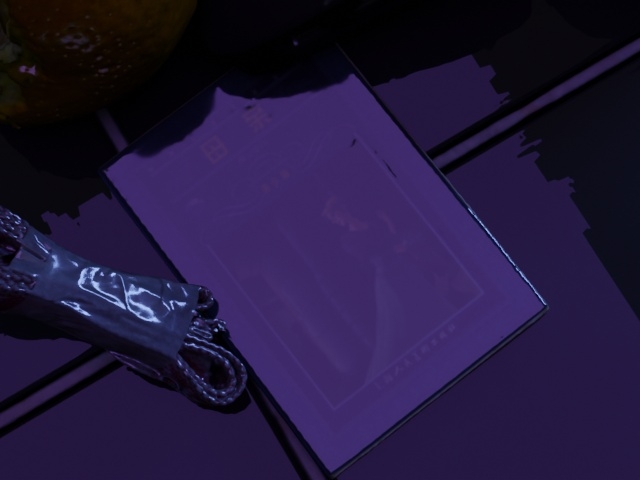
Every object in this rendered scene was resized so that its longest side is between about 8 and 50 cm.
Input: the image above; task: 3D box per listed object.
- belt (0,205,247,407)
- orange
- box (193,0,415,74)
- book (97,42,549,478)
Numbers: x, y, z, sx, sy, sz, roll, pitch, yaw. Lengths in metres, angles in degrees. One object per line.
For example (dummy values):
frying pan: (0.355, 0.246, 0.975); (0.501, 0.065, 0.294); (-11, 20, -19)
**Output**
belt: (-0.150, 0.039, 0.883); (0.232, 0.053, 0.071); (28, 55, -21)
orange: (-0.164, -0.178, 0.890); (0.158, 0.237, 0.179); (-4, 69, -26)
box: (0.014, -0.287, 0.930); (0.290, 0.073, 0.289); (-27, 70, 16)
book: (0.000, 0.000, 0.946); (0.191, 0.025, 0.269); (-37, 81, -6)
